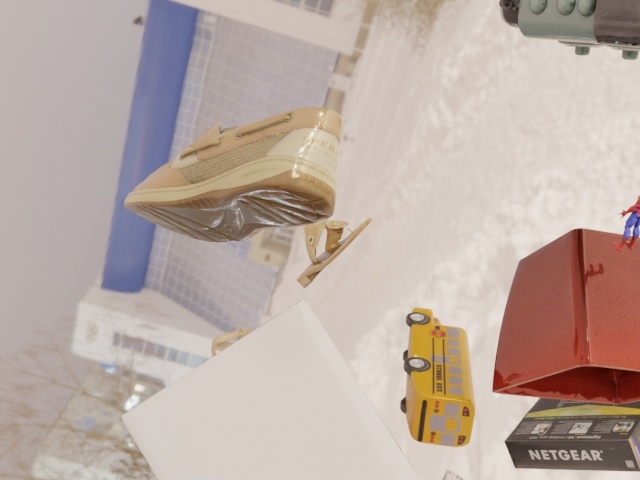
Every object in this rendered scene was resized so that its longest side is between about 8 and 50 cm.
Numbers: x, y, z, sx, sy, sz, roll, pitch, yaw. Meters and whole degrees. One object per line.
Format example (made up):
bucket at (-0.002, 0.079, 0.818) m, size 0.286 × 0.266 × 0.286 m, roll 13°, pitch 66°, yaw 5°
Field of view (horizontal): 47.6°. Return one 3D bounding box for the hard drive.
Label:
hard drive at (-0.020, 0.273, 0.770) m, size 0.233 × 0.353 × 0.047 m, roll -33°, pitch -5°, yaw -2°

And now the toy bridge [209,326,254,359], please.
toy bridge at (-0.224, 0.251, 1.715) m, size 0.188 × 0.063 × 0.026 m, roll -43°, pitch 34°, yaw 47°

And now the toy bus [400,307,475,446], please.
toy bus at (0.228, 0.257, 1.436) m, size 0.333 × 0.130 × 0.108 m, roll -71°, pitch -15°, yaw -66°

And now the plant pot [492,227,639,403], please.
plant pot at (0.457, 0.126, 1.197) m, size 0.267 × 0.267 × 0.236 m, roll 131°, pitch 143°, yaw -64°

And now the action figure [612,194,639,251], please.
action figure at (0.460, -0.037, 1.056) m, size 0.030 × 0.038 × 0.115 m, roll -111°, pitch 24°, yaw -45°

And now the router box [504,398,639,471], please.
router box at (0.623, 0.435, 1.689) m, size 0.308 × 0.081 × 0.243 m, roll -16°, pitch 9°, yaw 45°

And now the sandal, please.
sandal at (-0.004, 0.004, 1.230) m, size 0.088 × 0.079 × 0.240 m, roll -45°, pitch -1°, yaw -34°

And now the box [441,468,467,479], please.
box at (0.327, 0.598, 1.671) m, size 0.036 × 0.114 × 0.207 m, roll -63°, pitch -14°, yaw 5°

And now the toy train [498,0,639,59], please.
toy train at (0.404, -0.322, 1.002) m, size 0.334 × 0.190 × 0.142 m, roll 32°, pitch 121°, yaw 54°

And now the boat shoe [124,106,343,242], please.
boat shoe at (-0.101, -0.072, 0.834) m, size 0.341 × 0.121 × 0.110 m, roll -5°, pitch 65°, yaw 43°
